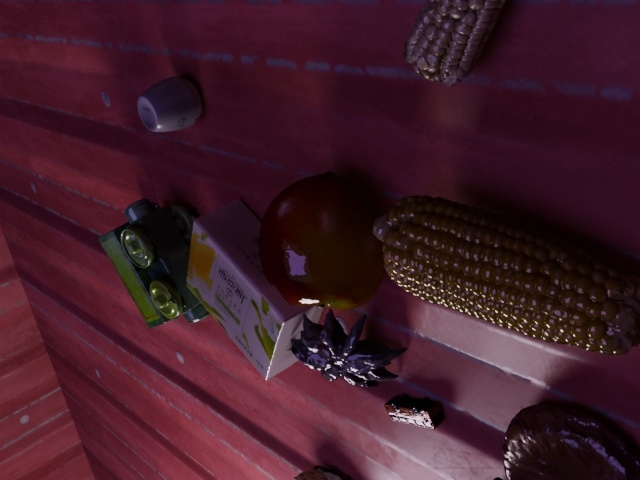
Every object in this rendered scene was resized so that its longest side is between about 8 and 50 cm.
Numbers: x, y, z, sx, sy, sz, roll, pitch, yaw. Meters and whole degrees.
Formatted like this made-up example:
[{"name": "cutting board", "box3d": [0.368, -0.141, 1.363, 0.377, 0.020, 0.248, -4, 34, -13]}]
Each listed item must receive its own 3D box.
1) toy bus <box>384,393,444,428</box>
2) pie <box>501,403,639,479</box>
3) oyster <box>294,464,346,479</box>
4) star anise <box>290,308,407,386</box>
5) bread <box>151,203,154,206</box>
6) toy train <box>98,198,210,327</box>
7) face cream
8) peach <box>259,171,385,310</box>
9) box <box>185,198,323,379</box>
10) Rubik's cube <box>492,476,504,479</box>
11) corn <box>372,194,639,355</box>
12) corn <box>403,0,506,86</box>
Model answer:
[{"name": "toy bus", "box3d": [0.148, 0.271, 1.216, 0.110, 0.031, 0.043, -5, 112, 56]}, {"name": "pie", "box3d": [0.326, 0.305, 0.982, 0.218, 0.054, 0.205, 4, 117, 52]}, {"name": "oyster", "box3d": [0.033, 0.518, 1.513, 0.209, 0.072, 0.133, 44, 146, 21]}, {"name": "star anise", "box3d": [0.039, 0.189, 1.245, 0.204, 0.061, 0.181, 14, 140, 18]}, {"name": "bread", "box3d": [-0.363, -0.010, 1.699, 0.068, 0.028, 0.154, 19, 129, 46]}, {"name": "toy train", "box3d": [-0.320, 0.048, 1.559, 0.188, 0.159, 0.272, -19, 101, 49]}, {"name": "face cream", "box3d": [-0.263, -0.235, 1.342, 0.091, 0.095, 0.091, 33, 138, 36]}, {"name": "peach", "box3d": [0.000, 0.000, 1.091, 0.197, 0.197, 0.198, 32, 137, 37]}, {"name": "box", "box3d": [-0.122, 0.086, 1.374, 0.260, 0.111, 0.195, 47, 144, 25]}, {"name": "Rubik's cube", "box3d": [0.245, 0.572, 1.070, 0.287, 0.293, 0.292, 36, 137, 32]}, {"name": "corn", "box3d": [0.203, 0.034, 0.886, 0.346, 0.130, 0.130, 23, 131, 38]}, {"name": "corn", "box3d": [0.152, -0.254, 0.788, 0.087, 0.087, 0.211, 47, 141, 22]}]
